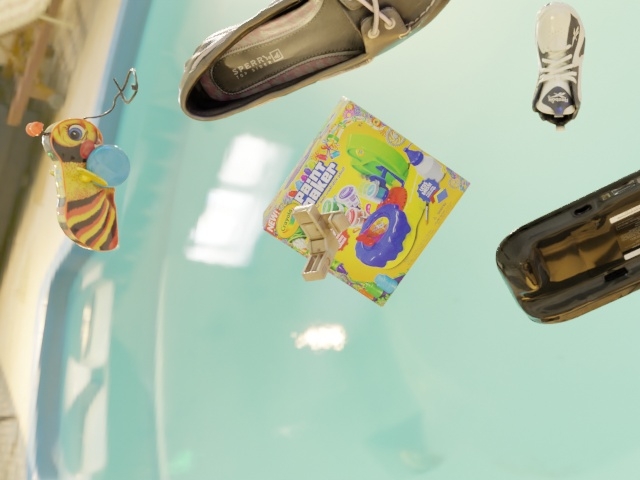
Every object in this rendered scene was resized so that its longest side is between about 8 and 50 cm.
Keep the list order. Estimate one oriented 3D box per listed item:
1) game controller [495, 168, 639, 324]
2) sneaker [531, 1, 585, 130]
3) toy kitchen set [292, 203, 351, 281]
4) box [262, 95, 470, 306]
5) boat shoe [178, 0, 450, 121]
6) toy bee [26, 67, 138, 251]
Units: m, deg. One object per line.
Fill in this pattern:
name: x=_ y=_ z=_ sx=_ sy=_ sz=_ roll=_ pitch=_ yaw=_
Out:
game controller: x=0.359 y=-0.011 z=1.020 sx=0.319 sy=0.166 sz=0.067 roll=-27 pitch=35 yaw=11
sneaker: x=0.433 y=-0.301 z=1.639 sx=0.235 sy=0.094 sz=0.153 roll=82 pitch=-165 yaw=-46
toy kitchen set: x=0.000 y=0.000 z=1.280 sx=0.068 sy=0.083 sz=0.075 roll=-10 pitch=39 yaw=33
box: x=0.080 y=-0.080 z=1.745 sx=0.290 sy=0.279 sz=0.177 roll=-56 pitch=9 yaw=8
boat shoe: x=-0.003 y=-0.205 z=0.908 sx=0.335 sy=0.112 sz=0.095 roll=-21 pitch=29 yaw=28
toy bee: x=-0.404 y=-0.134 z=1.482 sx=0.195 sy=0.162 sz=0.298 roll=-33 pitch=57 yaw=53
